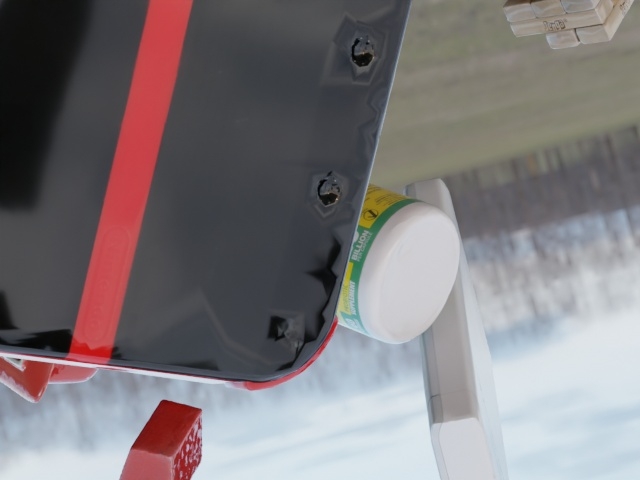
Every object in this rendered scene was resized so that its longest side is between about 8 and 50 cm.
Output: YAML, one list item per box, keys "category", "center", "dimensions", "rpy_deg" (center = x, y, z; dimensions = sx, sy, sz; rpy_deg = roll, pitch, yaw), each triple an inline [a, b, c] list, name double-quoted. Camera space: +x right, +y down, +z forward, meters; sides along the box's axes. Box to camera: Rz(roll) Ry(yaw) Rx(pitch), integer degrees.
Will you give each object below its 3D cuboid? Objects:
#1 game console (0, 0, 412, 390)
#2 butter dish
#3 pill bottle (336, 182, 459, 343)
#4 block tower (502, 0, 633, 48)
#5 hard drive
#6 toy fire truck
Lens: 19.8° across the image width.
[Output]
- category: "game console"
  center: [-0.107, -0.105, 1.156]
  dimensions: [0.342, 0.386, 0.060]
  rpy_deg: [11, -176, -29]
- category: "butter dish"
  center: [-0.242, 0.071, 1.757]
  dimensions: [0.118, 0.159, 0.160]
  rpy_deg: [15, -177, -34]
- category: "pill bottle"
  center: [0.000, 0.000, 1.510]
  dimensions: [0.208, 0.117, 0.118]
  rpy_deg: [21, -157, 35]
- category: "block tower"
  center: [0.157, -0.319, 1.528]
  dimensions: [0.091, 0.335, 0.097]
  rpy_deg: [-5, -143, 37]
- category: "hard drive"
  center: [0.125, 0.134, 1.606]
  dimensions: [0.047, 0.233, 0.353]
  rpy_deg: [-12, -147, 7]
- category: "toy fire truck"
  center: [-0.046, 0.189, 1.023]
  dimensions: [0.135, 0.192, 0.047]
  rpy_deg: [14, -145, 11]
